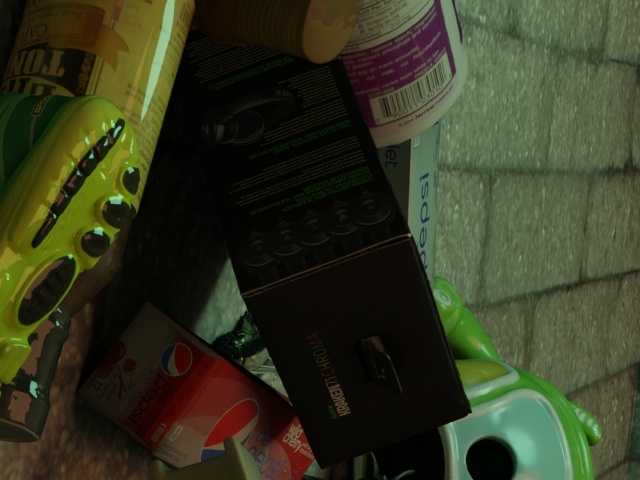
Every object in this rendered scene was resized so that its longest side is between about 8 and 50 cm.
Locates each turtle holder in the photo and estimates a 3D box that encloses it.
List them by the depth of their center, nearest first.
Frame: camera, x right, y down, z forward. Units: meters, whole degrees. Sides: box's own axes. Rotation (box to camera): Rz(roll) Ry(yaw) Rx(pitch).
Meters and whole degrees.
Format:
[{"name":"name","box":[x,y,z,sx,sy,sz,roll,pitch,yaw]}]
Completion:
[{"name":"turtle holder","box":[0.153,0.213,2.002,0.227,0.243,0.320,22,85,-51]}]

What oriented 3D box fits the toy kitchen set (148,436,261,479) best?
[{"name":"toy kitchen set","box":[-0.091,0.252,1.426,0.207,0.166,0.122,58,16,-59]}]

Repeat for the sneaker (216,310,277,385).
[{"name":"sneaker","box":[-0.053,0.097,1.702,0.135,0.052,0.058,-31,135,-55]}]

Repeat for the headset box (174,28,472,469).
[{"name":"headset box","box":[0.000,0.000,1.501,0.246,0.131,0.283,69,1,-50]}]

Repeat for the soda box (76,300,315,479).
[{"name":"soda box","box":[-0.084,0.138,1.534,0.092,0.083,0.263,-54,154,-4]}]

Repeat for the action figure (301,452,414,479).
[{"name":"action figure","box":[0.021,0.304,1.796,0.276,0.164,0.141,-63,-176,-25]}]

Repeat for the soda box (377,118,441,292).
[{"name":"soda box","box":[0.052,0.005,1.859,0.091,0.098,0.286,-31,125,-65]}]

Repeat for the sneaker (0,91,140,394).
[{"name":"sneaker","box":[-0.226,0.027,1.134,0.295,0.123,0.109,-49,138,-25]}]

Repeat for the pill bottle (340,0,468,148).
[{"name":"pill bottle","box":[0.016,-0.227,1.596,0.301,0.169,0.169,71,33,-50]}]

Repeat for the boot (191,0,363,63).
[{"name":"boot","box":[-0.027,-0.280,1.373,0.104,0.211,0.295,14,102,-49]}]

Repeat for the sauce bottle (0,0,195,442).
[{"name":"sauce bottle","box":[-0.166,-0.043,1.262,0.111,0.111,0.344,52,48,-62]}]
